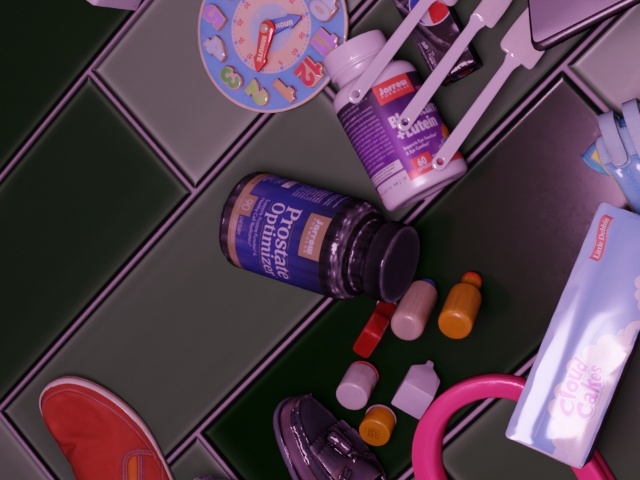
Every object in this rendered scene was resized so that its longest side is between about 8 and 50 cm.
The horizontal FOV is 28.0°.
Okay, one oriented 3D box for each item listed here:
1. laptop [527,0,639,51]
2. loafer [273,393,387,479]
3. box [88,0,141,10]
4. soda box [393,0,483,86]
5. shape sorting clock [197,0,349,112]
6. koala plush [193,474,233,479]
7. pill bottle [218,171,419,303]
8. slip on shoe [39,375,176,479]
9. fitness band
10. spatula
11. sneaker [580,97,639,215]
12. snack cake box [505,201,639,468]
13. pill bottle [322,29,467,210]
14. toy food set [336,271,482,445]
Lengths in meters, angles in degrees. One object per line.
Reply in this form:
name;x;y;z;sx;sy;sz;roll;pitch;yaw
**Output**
laptop;0.327;-0.453;1.296;0.382;0.408;0.236;-26;119;23
loafer;0.058;0.307;1.537;0.095;0.109;0.303;-30;92;39
box;-0.265;-0.355;1.611;0.087;0.102;0.101;37;109;17
soda box;0.124;-0.264;1.484;0.053;0.060;0.169;-29;85;17
shape sorting clock;-0.061;-0.259;1.571;0.206;0.040;0.206;2;96;22
koala plush;-0.087;0.438;1.576;0.203;0.196;0.221;16;102;-11
pill bottle;0.000;0.000;1.513;0.219;0.123;0.123;16;101;29
slip on shoe;-0.264;0.317;1.680;0.123;0.101;0.331;-40;79;22
fitness band;0.232;0.295;1.504;0.209;0.054;0.291;-36;81;24
spatula;0.147;-0.212;1.435;0.168;0.019;0.242;37;82;-4
sneaker;0.374;-0.163;1.359;0.208;0.127;0.319;-4;93;21
snack cake box;0.293;0.103;1.371;0.089;0.152;0.264;22;90;15
pill bottle;0.081;-0.141;1.488;0.108;0.108;0.193;-30;84;22
toy food set;0.101;0.128;1.532;0.111;0.104;0.232;29;124;3
